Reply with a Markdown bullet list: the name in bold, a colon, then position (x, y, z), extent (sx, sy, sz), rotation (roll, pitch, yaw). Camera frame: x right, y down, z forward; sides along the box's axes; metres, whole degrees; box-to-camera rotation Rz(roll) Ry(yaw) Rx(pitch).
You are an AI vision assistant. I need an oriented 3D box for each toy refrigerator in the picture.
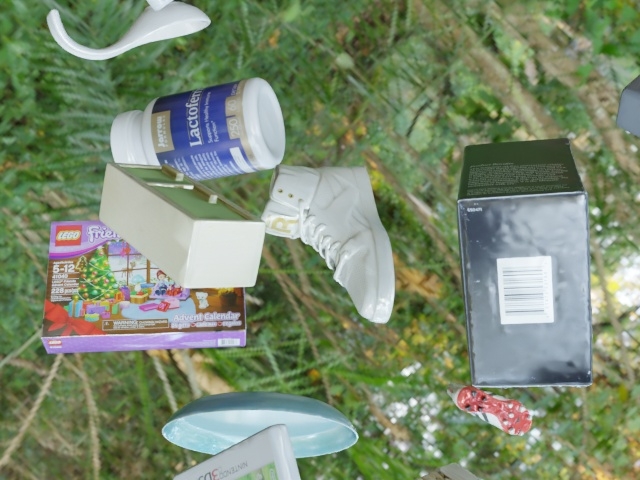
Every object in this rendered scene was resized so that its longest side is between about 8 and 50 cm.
- **toy refrigerator**: position (-0.186, -0.030, 1.147), extent (0.102, 0.270, 0.094), rotation (1, 108, -36)

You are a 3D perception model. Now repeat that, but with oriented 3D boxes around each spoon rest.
- **spoon rest**: position (-0.324, -0.361, 1.529), extent (0.277, 0.084, 0.137), rotation (-9, -176, -24)

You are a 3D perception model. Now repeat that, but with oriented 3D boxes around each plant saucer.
- **plant saucer**: position (-0.097, 0.302, 1.446), extent (0.317, 0.318, 0.043), rotation (132, -35, -57)

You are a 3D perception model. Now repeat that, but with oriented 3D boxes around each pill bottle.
- **pill bottle**: position (-0.205, -0.176, 1.483), extent (0.265, 0.153, 0.153), rotation (-9, -169, 16)

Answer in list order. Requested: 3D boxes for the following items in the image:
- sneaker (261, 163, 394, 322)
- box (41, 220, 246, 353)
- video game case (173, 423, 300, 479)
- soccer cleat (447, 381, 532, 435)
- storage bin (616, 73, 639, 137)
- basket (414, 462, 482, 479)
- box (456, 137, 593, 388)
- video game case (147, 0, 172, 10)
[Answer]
- **sneaker**: position (0.000, 0.000, 1.239), extent (0.292, 0.169, 0.108), rotation (-104, -157, -47)
- **box**: position (-0.263, 0.065, 1.340), extent (0.057, 0.294, 0.200), rotation (100, -14, -57)
- **video game case**: position (-0.064, 0.295, 0.802), extent (0.023, 0.212, 0.193), rotation (0, 155, -38)
- **soccer cleat**: position (0.143, 0.140, 0.743), extent (0.029, 0.083, 0.036), rotation (-65, -155, 1)
- **storage bin**: position (0.415, -0.169, 1.034), extent (0.135, 0.091, 0.098), rotation (-40, 144, -29)
- **basket**: position (0.112, 0.311, 0.818), extent (0.103, 0.167, 0.113), rotation (-7, -165, -25)
- **box**: position (0.307, 0.026, 1.346), extent (0.183, 0.296, 0.294), rotation (-3, -160, 13)
- **video game case**: position (-0.240, -0.560, 1.323), extent (0.300, 0.329, 0.036), rotation (-46, -161, -26)
